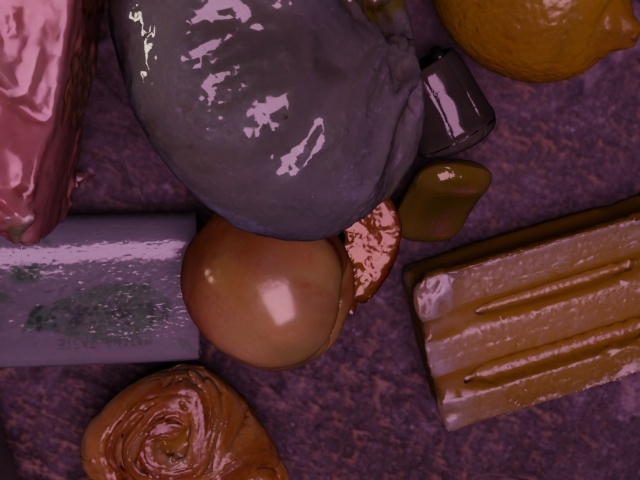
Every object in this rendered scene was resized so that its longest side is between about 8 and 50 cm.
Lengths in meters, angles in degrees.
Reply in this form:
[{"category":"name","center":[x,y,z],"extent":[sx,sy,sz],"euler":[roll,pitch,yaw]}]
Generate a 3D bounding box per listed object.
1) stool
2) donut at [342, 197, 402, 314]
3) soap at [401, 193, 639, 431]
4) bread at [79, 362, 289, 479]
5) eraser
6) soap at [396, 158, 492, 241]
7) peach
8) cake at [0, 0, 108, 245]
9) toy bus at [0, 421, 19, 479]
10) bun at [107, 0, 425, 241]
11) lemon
[{"category":"stool","center":[0.129,-0.148,1.253],"extent":[0.096,0.096,0.110],"euler":[-29,105,1]},{"category":"donut","center":[0.000,0.000,1.294],"extent":[0.162,0.065,0.178],"euler":[39,99,-12]},{"category":"soap","center":[0.263,0.079,1.345],"extent":[0.315,0.091,0.199],"euler":[-17,108,-3]},{"category":"bread","center":[-0.154,0.250,1.311],"extent":[0.198,0.120,0.236],"euler":[-33,111,4]},{"category":"eraser","center":[-0.244,0.055,1.262],"extent":[0.227,0.081,0.174],"euler":[-2,108,-9]},{"category":"soap","center":[0.131,-0.045,1.281],"extent":[0.089,0.045,0.140],"euler":[-1,147,-19]},{"category":"peach","center":[-0.056,0.042,1.179],"extent":[0.184,0.184,0.184],"euler":[-2,107,-8]},{"category":"cake","center":[-0.360,-0.174,1.068],"extent":[0.314,0.293,0.307],"euler":[12,102,-6]},{"category":"toy bus","center":[-0.461,0.165,1.183],"extent":[0.249,0.209,0.440],"euler":[-12,106,1]},{"category":"bun","center":[-0.036,-0.179,1.083],"extent":[0.362,0.362,0.211],"euler":[41,124,-18]},{"category":"lemon","center":[0.213,-0.255,1.187],"extent":[0.244,0.187,0.187],"euler":[34,101,18]}]
